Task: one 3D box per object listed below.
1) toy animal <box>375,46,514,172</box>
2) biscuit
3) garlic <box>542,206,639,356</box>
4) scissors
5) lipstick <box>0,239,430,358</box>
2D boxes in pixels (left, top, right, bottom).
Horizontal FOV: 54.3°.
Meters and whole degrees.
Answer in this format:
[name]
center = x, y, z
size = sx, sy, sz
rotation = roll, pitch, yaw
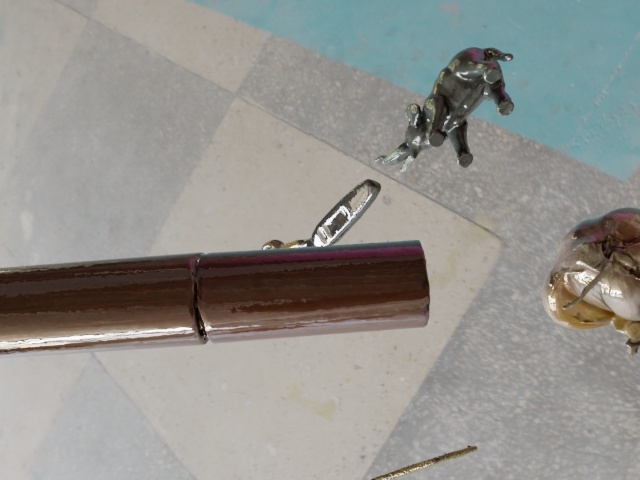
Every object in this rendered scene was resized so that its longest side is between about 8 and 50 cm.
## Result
[toy animal]
center = 0.178, -0.170, 0.912
size = 0.269, 0.082, 0.137
rotation = -47, 30, 31
[biscuit]
center = 0.180, 0.390, 1.085
size = 0.144, 0.203, 0.016
rotation = -28, 66, 22
[garlic]
center = 0.426, 0.077, 0.885
size = 0.207, 0.257, 0.207
rotation = 10, 116, 22
[scissors]
center = 0.000, 0.000, 0.625
size = 0.088, 0.017, 0.220
rotation = 58, 143, 12
[lipstick]
center = -0.117, 0.038, 0.371
size = 0.357, 0.057, 0.057
rotation = -5, 71, 0
